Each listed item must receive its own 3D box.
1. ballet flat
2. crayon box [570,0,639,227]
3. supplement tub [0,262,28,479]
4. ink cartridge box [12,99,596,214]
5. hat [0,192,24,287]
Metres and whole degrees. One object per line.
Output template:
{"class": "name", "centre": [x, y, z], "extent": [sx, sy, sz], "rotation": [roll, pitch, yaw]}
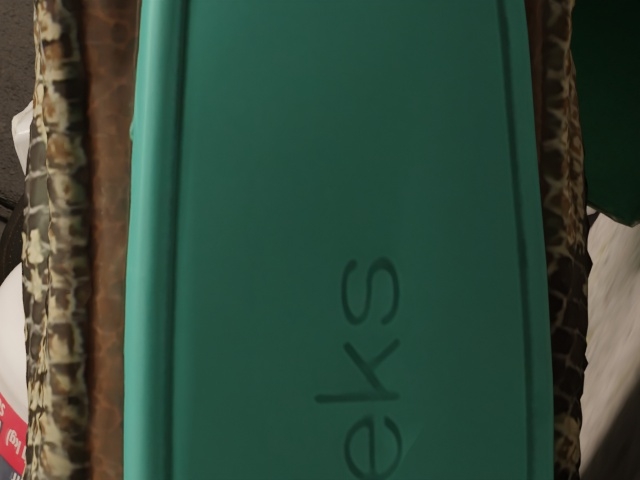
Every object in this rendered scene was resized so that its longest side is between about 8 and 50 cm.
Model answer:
{"class": "ballet flat", "centre": [-0.010, -0.114, 0.434], "extent": [0.182, 0.164, 0.483], "rotation": [-153, 66, -69]}
{"class": "crayon box", "centre": [0.155, -0.228, 0.593], "extent": [0.313, 0.106, 0.363], "rotation": [-61, 2, 36]}
{"class": "supplement tub", "centre": [-0.105, 0.149, 1.009], "extent": [0.191, 0.191, 0.272], "rotation": [-64, -6, -60]}
{"class": "ink cartridge box", "centre": [0.002, -0.050, 0.762], "extent": [0.153, 0.208, 0.087], "rotation": [-64, -39, -68]}
{"class": "hat", "centre": [-0.114, 0.083, 1.291], "extent": [0.331, 0.134, 0.331], "rotation": [175, 90, -66]}
